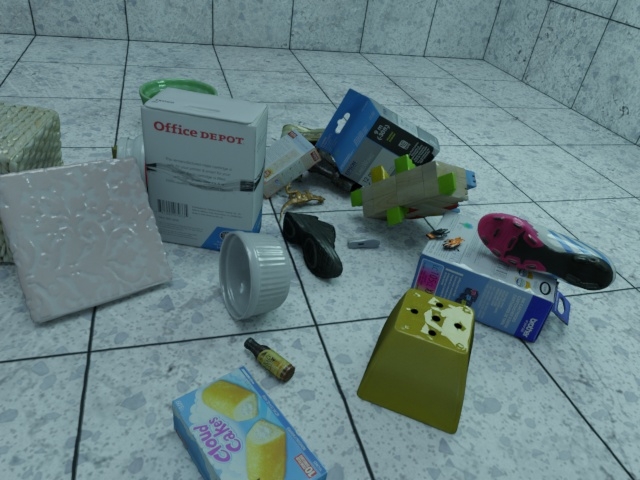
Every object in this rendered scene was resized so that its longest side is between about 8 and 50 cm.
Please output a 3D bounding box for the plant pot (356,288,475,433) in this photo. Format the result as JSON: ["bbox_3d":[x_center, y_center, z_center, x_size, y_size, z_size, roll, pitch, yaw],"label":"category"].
[{"bbox_3d":[0.218,0.230,1.017,0.212,0.187,0.212,18,36,13],"label":"plant pot"}]

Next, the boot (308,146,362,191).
[{"bbox_3d":[0.058,-0.255,1.775,0.229,0.091,0.263,28,28,8],"label":"boot"}]

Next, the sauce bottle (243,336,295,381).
[{"bbox_3d":[-0.113,0.253,1.041,0.128,0.042,0.042,28,39,29],"label":"sauce bottle"}]

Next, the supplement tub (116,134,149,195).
[{"bbox_3d":[-0.481,-0.234,1.524,0.272,0.191,0.191,-1,36,-13],"label":"supplement tub"}]

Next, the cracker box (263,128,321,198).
[{"bbox_3d":[-0.134,-0.263,1.654,0.232,0.067,0.155,-37,46,-3],"label":"cracker box"}]

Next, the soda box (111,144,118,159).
[{"bbox_3d":[-0.629,-0.280,1.675,0.181,0.058,0.061,19,37,16],"label":"soda box"}]

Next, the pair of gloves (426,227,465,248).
[{"bbox_3d":[0.328,-0.005,1.271,0.074,0.010,0.083,-20,41,-32],"label":"pair of gloves"}]

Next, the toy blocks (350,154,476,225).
[{"bbox_3d":[0.321,-0.136,1.493,0.261,0.190,0.381,5,-14,-40],"label":"toy blocks"}]

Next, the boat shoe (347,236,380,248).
[{"bbox_3d":[0.129,0.002,1.457,0.100,0.035,0.035,-5,39,-8],"label":"boat shoe"}]

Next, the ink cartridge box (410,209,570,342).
[{"bbox_3d":[0.474,0.094,1.296,0.396,0.151,0.270,20,37,19],"label":"ink cartridge box"}]

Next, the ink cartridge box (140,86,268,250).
[{"bbox_3d":[-0.301,-0.181,1.309,0.286,0.394,0.166,10,35,1],"label":"ink cartridge box"}]

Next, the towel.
[{"bbox_3d":[-0.541,-0.015,1.127,0.317,0.331,0.053,-17,4,-35],"label":"towel"}]

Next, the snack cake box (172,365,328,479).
[{"bbox_3d":[-0.130,0.362,0.841,0.152,0.089,0.264,-19,43,-35],"label":"snack cake box"}]

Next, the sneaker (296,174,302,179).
[{"bbox_3d":[-0.117,-0.291,1.776,0.070,0.083,0.185,-11,39,-25],"label":"sneaker"}]

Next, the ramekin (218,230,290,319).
[{"bbox_3d":[-0.155,0.077,1.148,0.109,0.207,0.207,-4,36,-32],"label":"ramekin"}]

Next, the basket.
[{"bbox_3d":[-0.836,-0.155,1.230,0.267,0.328,0.331,5,34,-12],"label":"basket"}]

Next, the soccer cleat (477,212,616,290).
[{"bbox_3d":[0.556,0.025,1.210,0.331,0.116,0.143,29,24,23],"label":"soccer cleat"}]

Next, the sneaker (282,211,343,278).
[{"bbox_3d":[0.000,0.000,1.376,0.130,0.109,0.286,-6,39,-30],"label":"sneaker"}]

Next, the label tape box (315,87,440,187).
[{"bbox_3d":[0.184,-0.309,1.629,0.348,0.249,0.115,26,35,-13],"label":"label tape box"}]

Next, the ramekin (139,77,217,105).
[{"bbox_3d":[-0.575,-0.541,1.979,0.304,0.148,0.303,5,35,-4],"label":"ramekin"}]

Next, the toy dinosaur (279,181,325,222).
[{"bbox_3d":[-0.077,-0.135,1.582,0.212,0.064,0.112,-20,45,-34],"label":"toy dinosaur"}]

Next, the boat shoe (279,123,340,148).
[{"bbox_3d":[-0.022,-0.392,1.945,0.285,0.104,0.089,10,72,11],"label":"boat shoe"}]
